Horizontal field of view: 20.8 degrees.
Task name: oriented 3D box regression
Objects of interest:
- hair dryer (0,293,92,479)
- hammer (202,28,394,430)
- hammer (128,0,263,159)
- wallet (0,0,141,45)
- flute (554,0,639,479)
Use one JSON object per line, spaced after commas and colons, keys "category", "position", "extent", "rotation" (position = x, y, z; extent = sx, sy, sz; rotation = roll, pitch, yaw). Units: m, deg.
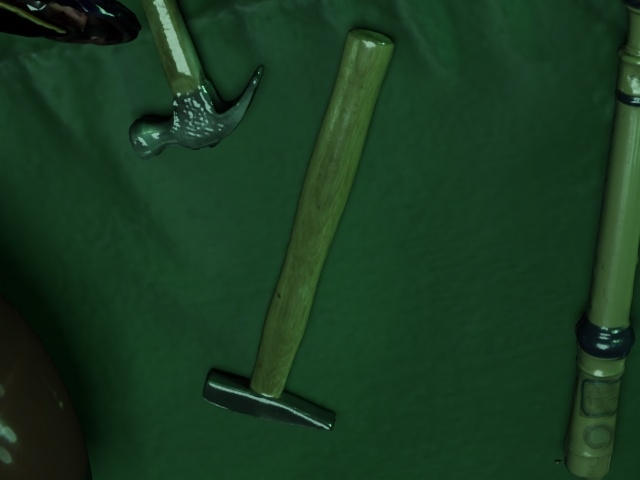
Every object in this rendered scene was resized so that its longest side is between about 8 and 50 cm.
{"category": "hair dryer", "position": [-0.302, 0.088, 0.756], "extent": [0.340, 0.123, 0.312], "rotation": [-32, 122, 15]}
{"category": "hammer", "position": [0.000, 0.000, 0.746], "extent": [0.062, 0.013, 0.199], "rotation": [18, 122, 1]}
{"category": "hammer", "position": [-0.071, -0.119, 0.693], "extent": [0.062, 0.017, 0.182], "rotation": [-10, 116, 16]}
{"category": "wallet", "position": [-0.154, -0.190, 0.575], "extent": [0.262, 0.071, 0.221], "rotation": [13, 82, 10]}
{"category": "flute", "position": [0.122, 0.004, 0.715], "extent": [0.027, 0.027, 0.233], "rotation": [7, 120, 8]}
